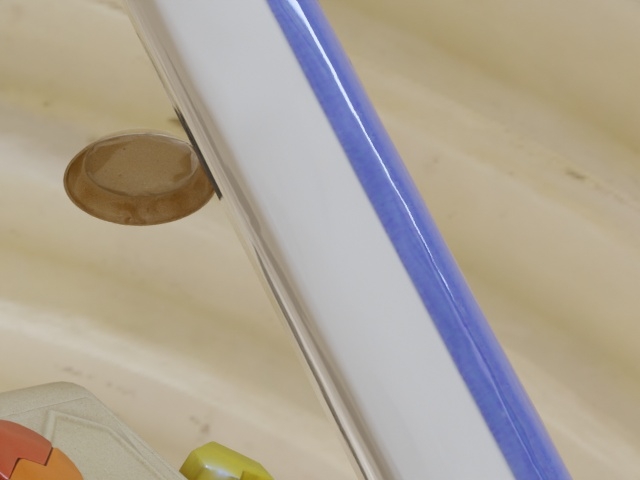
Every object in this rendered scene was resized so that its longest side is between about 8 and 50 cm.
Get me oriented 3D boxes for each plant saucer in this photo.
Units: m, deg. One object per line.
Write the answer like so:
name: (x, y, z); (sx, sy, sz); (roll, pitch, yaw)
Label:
plant saucer: (-0.097, -0.037, 0.822); (0.083, 0.083, 0.015); (125, -33, -48)

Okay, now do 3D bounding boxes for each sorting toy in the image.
sorting toy: (-0.083, 0.139, 0.793); (0.229, 0.307, 0.041); (35, -78, 16)

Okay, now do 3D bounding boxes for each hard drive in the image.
hard drive: (0.000, 0.000, 0.424); (0.318, 0.040, 0.210); (63, -3, 10)
